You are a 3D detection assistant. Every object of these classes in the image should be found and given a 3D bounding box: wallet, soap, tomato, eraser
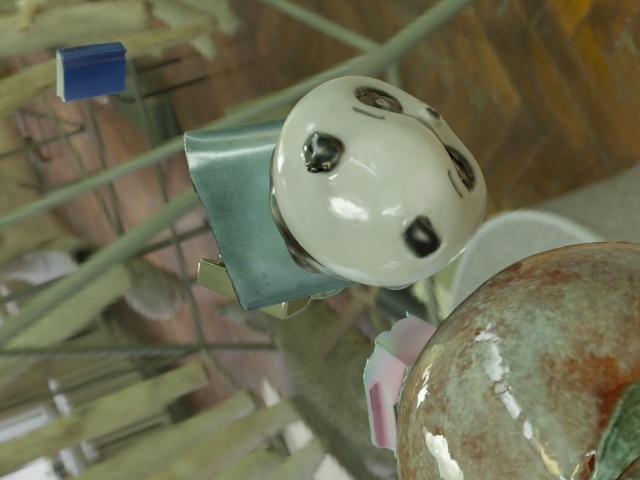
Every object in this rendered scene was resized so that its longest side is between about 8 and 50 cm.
[{"bbox_3d":[-0.012,-0.038,1.702,0.054,0.251,0.290,-91,-14,-48],"label":"wallet"},{"bbox_3d":[0.101,0.161,1.555,0.056,0.100,0.149,27,139,37],"label":"soap"},{"bbox_3d":[0.211,0.156,1.008,0.316,0.317,0.282,64,150,18],"label":"tomato"},{"bbox_3d":[-0.282,-0.209,1.704,0.027,0.085,0.063,40,135,46],"label":"eraser"}]

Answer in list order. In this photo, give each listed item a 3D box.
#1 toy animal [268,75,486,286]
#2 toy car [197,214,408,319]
[{"bbox_3d":[0.044,-0.045,1.194,0.187,0.165,0.235,35,174,-1],"label":"toy animal"},{"bbox_3d":[0.000,0.000,2.037,0.242,0.336,0.226,20,92,30],"label":"toy car"}]
